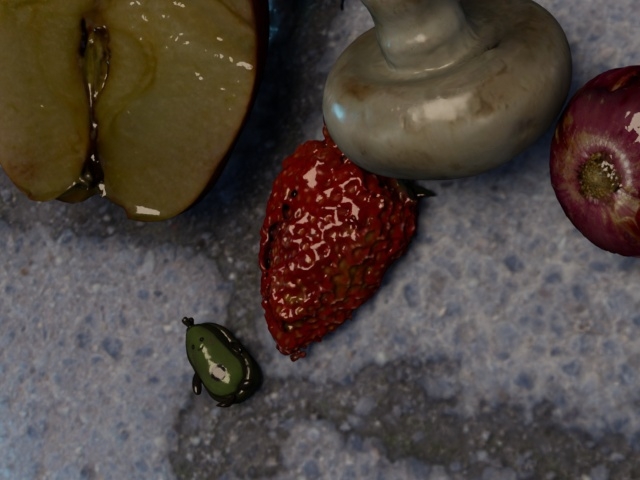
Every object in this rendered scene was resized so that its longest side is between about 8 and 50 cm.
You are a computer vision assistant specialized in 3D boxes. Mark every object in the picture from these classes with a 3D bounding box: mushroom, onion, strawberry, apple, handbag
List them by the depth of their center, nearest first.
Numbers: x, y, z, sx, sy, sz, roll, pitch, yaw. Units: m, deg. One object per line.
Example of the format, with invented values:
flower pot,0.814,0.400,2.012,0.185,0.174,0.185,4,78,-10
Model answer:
onion,0.290,-0.071,1.240,0.177,0.153,0.177,1,93,27
mushroom,0.108,-0.179,1.291,0.243,0.243,0.243,-6,76,26
strawberry,-0.013,-0.003,1.406,0.174,0.098,0.228,41,98,29
apple,-0.216,-0.204,1.441,0.329,0.295,0.365,34,124,57
handbag,-0.111,0.127,1.457,0.072,0.047,0.111,-44,66,11
